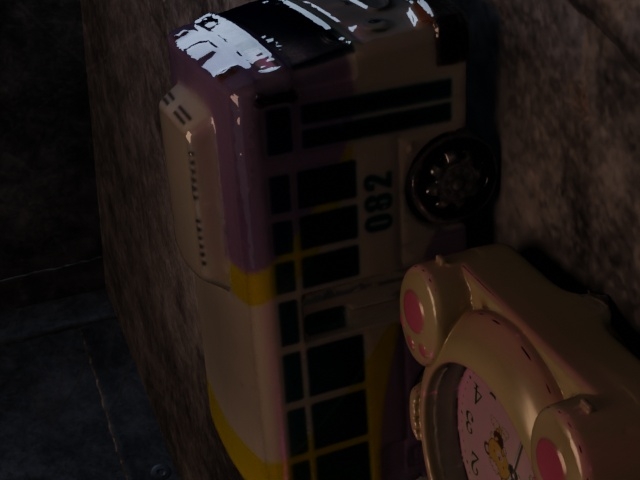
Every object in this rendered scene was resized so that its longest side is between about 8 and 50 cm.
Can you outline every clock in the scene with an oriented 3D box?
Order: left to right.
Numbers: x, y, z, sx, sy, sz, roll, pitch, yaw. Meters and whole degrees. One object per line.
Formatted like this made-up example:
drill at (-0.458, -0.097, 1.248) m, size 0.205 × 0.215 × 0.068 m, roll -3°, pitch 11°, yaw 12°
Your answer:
clock at (0.164, 0.184, 0.918) m, size 0.284 × 0.114 × 0.309 m, roll -133°, pitch 34°, yaw -54°

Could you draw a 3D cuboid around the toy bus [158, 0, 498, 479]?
toy bus at (0.000, 0.000, 1.052) m, size 0.209 × 0.249 × 0.439 m, roll -133°, pitch 35°, yaw -56°
